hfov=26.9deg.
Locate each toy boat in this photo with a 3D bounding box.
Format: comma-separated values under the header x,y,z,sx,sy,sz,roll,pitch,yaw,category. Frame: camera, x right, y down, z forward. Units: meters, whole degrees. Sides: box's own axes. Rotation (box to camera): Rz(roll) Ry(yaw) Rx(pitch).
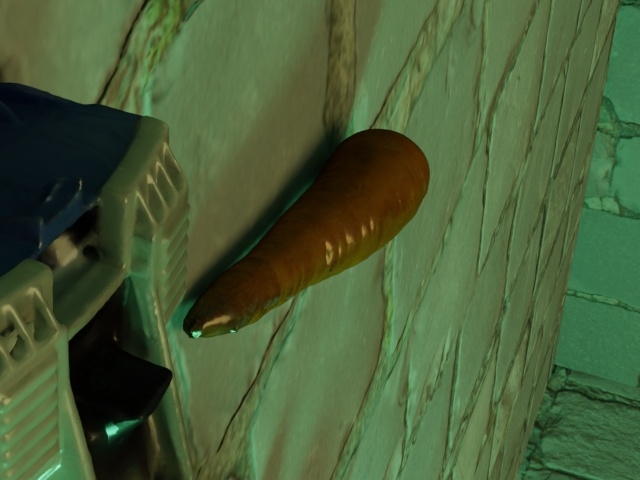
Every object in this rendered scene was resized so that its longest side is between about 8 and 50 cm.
x,y,z,sx,sy,sz,roll,pitch,yaw,category
-0.087,0.108,0.410,0.129,0.088,0.295,-54,154,-54,toy boat

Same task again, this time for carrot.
x,y,z,sx,sy,sz,roll,pitch,yaw,category
0.000,0.000,0.698,0.257,0.061,0.061,-47,149,-57,carrot
